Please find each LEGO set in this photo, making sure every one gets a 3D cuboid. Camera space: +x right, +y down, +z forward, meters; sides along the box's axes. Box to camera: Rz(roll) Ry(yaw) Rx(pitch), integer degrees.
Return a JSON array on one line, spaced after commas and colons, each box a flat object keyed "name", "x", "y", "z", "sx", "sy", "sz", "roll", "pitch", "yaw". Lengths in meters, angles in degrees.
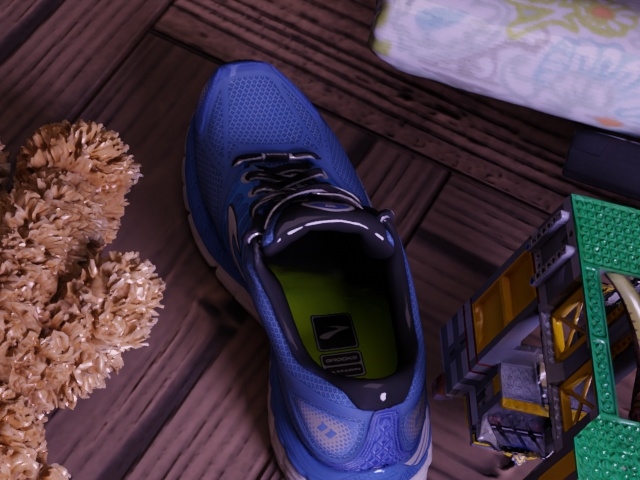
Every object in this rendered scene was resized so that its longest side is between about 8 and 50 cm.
[{"name": "LEGO set", "x": 0.212, "y": 0.127, "z": 1.091, "sx": 0.331, "sy": 0.192, "sz": 0.255, "roll": 5, "pitch": 57, "yaw": -26}]

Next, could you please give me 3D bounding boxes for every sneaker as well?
[{"name": "sneaker", "x": 0.000, "y": 0.000, "z": 1.162, "sx": 0.129, "sy": 0.147, "sz": 0.330, "roll": -12, "pitch": 55, "yaw": -17}]

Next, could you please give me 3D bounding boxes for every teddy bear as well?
[{"name": "teddy bear", "x": -0.218, "y": 0.041, "z": 1.123, "sx": 0.245, "sy": 0.113, "sz": 0.338, "roll": 20, "pitch": 53, "yaw": 10}]

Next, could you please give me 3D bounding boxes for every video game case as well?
[{"name": "video game case", "x": 0.326, "y": -0.001, "z": 1.118, "sx": 0.248, "sy": 0.035, "sz": 0.275, "roll": 14, "pitch": 5, "yaw": -41}]

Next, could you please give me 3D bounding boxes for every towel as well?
[{"name": "towel", "x": 0.195, "y": -0.159, "z": 1.261, "sx": 0.320, "sy": 0.090, "sz": 0.374, "roll": 12, "pitch": 24, "yaw": -2}]
